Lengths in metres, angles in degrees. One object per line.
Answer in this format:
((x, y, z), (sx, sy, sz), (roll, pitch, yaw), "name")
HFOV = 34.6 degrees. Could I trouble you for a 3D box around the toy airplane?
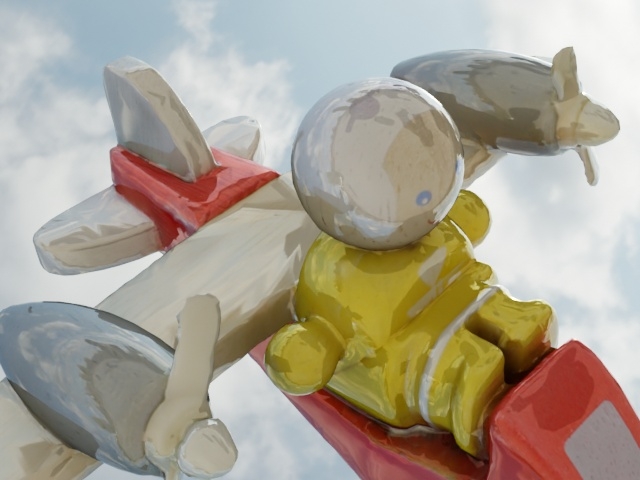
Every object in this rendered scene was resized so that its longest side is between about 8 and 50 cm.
((0.000, 0.000, 0.595), (0.384, 0.272, 0.386), (5, -128, -7), "toy airplane")
